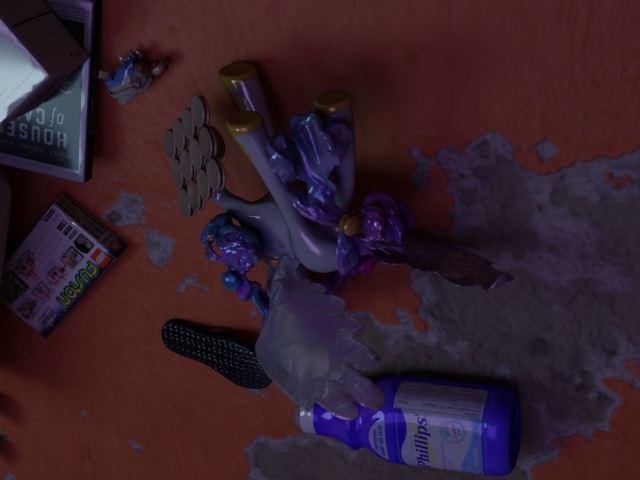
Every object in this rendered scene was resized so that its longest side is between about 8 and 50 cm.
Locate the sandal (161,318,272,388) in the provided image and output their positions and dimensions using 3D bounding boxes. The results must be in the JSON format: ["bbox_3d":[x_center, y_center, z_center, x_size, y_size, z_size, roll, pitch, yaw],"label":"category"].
[{"bbox_3d":[-0.136,0.147,1.724,0.179,0.040,0.067,21,121,25],"label":"sandal"}]

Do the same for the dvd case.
[{"bbox_3d":[-0.364,-0.202,1.577,0.179,0.029,0.239,13,114,13],"label":"dvd case"}]

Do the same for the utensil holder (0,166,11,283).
[{"bbox_3d":[-0.585,0.078,1.666,0.327,0.327,0.386,23,121,6],"label":"utensil holder"}]

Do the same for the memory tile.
[{"bbox_3d":[-0.144,-0.093,1.447,0.148,0.012,0.113,-34,69,62],"label":"memory tile"}]

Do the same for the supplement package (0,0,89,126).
[{"bbox_3d":[-0.383,-0.244,1.490,0.105,0.105,0.179,-38,95,27],"label":"supplement package"}]

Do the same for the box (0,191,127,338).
[{"bbox_3d":[-0.366,0.038,1.741,0.114,0.036,0.207,42,125,-7],"label":"box"}]

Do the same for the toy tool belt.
[{"bbox_3d":[-0.229,-0.205,1.530,0.083,0.052,0.051,-32,113,32],"label":"toy tool belt"}]

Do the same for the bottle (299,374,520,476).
[{"bbox_3d":[0.115,0.234,1.641,0.282,0.092,0.118,5,123,18],"label":"bottle"}]

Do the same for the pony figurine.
[{"bbox_3d":[0.000,0.000,1.466,0.351,0.302,0.364,23,137,47],"label":"pony figurine"}]
